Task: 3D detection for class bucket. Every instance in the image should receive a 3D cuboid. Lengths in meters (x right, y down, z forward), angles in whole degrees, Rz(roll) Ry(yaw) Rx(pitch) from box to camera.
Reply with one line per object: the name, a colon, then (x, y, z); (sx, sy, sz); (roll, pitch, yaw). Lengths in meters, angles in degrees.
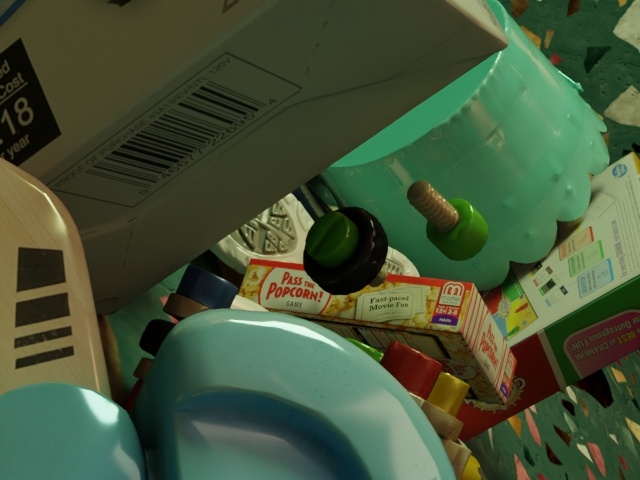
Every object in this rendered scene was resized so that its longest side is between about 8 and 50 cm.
bucket: (0.126, -0.102, 1.228); (0.183, 0.281, 0.281); (49, 23, -31)

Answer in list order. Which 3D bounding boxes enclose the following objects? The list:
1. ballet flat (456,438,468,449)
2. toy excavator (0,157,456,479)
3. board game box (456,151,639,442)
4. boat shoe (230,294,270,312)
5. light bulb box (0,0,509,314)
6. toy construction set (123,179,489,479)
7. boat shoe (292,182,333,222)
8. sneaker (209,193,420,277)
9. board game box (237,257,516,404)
ballet flat: (0.108, 0.237, 1.079); (0.280, 0.095, 0.096); (63, 22, -11)
toy excavator: (-0.106, 0.101, 0.578); (0.432, 0.222, 0.445); (3, 55, -19)
board game box: (0.195, 0.065, 1.190); (0.064, 0.316, 0.242); (50, 23, -17)
boat shoe: (-0.044, 0.117, 0.970); (0.184, 0.066, 0.063); (56, 19, -30)
light bulb box: (-0.137, -0.196, 0.796); (0.225, 0.358, 0.361); (15, 45, -62)
toy construction set: (0.018, 0.165, 0.823); (0.237, 0.257, 0.309); (39, 50, -42)
boat shoe: (0.000, 0.000, 1.206); (0.066, 0.066, 0.183); (14, 47, -62)
sneaker: (-0.032, 0.024, 1.095); (0.232, 0.115, 0.090); (31, 60, -8)
board game box: (0.048, 0.076, 1.001); (0.147, 0.193, 0.045); (55, 48, -54)
